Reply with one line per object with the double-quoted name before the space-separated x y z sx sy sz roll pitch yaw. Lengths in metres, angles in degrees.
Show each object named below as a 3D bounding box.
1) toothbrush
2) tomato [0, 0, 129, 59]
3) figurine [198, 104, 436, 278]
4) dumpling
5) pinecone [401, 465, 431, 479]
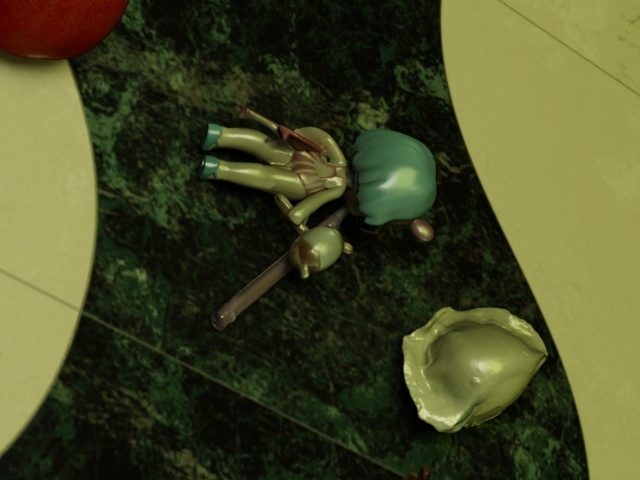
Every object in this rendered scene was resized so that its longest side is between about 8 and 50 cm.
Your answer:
"toothbrush" 0.000 0.000 1.921 0.029 0.024 0.354 32 44 19
"tomato" -0.270 -0.267 1.751 0.195 0.136 0.195 17 61 -33
"figurine" 0.002 -0.058 1.882 0.260 0.103 0.205 12 48 -16
"dumpling" 0.156 0.131 1.946 0.188 0.108 0.127 -28 63 -30
"pinecone" 0.114 0.315 1.774 0.212 0.168 0.185 25 25 -15
